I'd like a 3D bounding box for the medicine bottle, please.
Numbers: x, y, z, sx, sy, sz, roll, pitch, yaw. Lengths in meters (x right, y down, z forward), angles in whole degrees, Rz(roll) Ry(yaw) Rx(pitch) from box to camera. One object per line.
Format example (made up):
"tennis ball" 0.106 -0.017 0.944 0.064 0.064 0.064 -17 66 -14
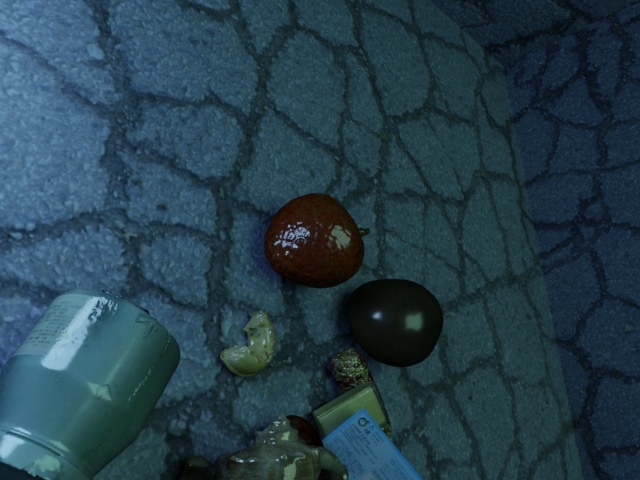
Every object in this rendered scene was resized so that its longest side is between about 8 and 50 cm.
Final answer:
"medicine bottle" -0.395 0.260 0.995 0.245 0.245 0.290 48 42 -27

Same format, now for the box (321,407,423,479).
"box" 0.119 0.533 1.456 0.142 0.232 0.083 -35 149 -16

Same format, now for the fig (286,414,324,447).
"fig" -0.030 0.528 1.398 0.274 0.145 0.170 47 42 -6

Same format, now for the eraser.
"eraser" 0.078 0.451 1.580 0.172 0.058 0.117 -27 97 -17

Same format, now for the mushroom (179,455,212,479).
"mushroom" -0.239 0.556 1.182 0.099 0.096 0.278 55 20 -62

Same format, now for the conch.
"conch" -0.091 0.508 1.208 0.297 0.210 0.353 12 100 -41

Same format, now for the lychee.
"lychee" 0.000 0.000 1.597 0.300 0.255 0.255 -29 99 -20

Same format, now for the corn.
"corn" 0.115 0.427 1.677 0.098 0.098 0.290 -36 107 -51

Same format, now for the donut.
"donut" -0.153 0.252 1.443 0.108 0.065 0.166 56 40 -19

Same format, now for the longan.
"longan" 0.215 0.224 1.776 0.300 0.243 0.300 37 14 -10
